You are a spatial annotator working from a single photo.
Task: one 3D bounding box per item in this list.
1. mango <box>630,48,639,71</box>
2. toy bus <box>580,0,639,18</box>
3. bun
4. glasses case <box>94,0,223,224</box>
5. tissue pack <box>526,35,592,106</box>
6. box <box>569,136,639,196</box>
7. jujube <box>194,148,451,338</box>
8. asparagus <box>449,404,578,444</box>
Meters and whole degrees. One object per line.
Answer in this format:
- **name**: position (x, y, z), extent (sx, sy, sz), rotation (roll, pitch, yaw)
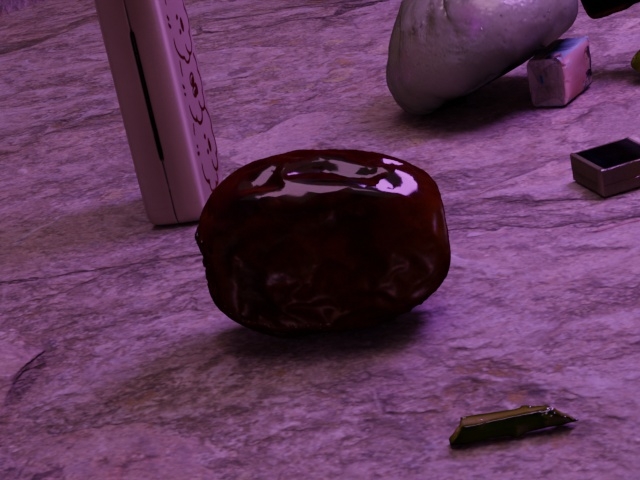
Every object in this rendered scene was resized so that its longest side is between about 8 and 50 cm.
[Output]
- **mango**: position (0.494, -0.265, 2.140), extent (0.165, 0.074, 0.091), rotation (-31, 20, -14)
- **toy bus**: position (0.527, -0.394, 2.048), extent (0.408, 0.093, 0.092), rotation (-17, 13, 28)
- **bun**: position (0.202, -0.301, 2.130), extent (0.283, 0.179, 0.283), rotation (-32, 6, 4)
- **glasses case**: position (-0.196, -0.195, 1.922), extent (0.076, 0.337, 0.144), rotation (-7, 22, 11)
- **tissue pack**: position (0.321, -0.226, 2.117), extent (0.058, 0.074, 0.094), rotation (4, 28, 33)
- **box**: position (0.340, -0.085, 1.799), extent (0.083, 0.035, 0.079), rotation (-17, 22, -14)
- **jujube**: position (0.000, 0.000, 1.545), extent (0.243, 0.183, 0.183), rotation (-8, 21, -3)
- **asparagus**: position (0.159, 0.151, 1.305), extent (0.108, 0.021, 0.025), rotation (-10, 20, 3)
